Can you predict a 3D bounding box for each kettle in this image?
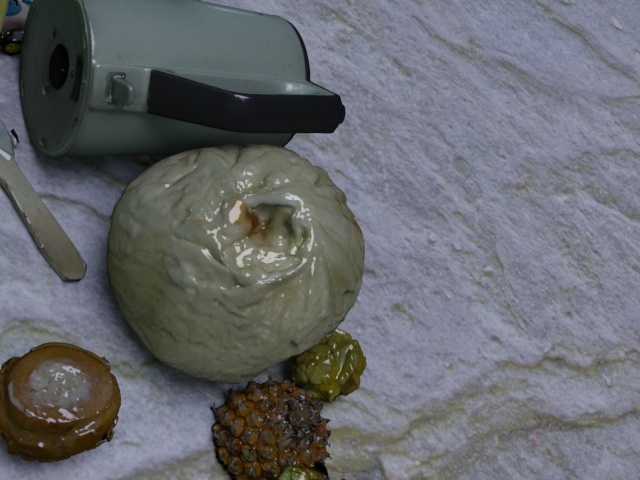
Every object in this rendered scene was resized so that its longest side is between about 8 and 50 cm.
[{"bbox_3d":[-0.189,-0.227,1.493,0.376,0.361,0.250,-1,106,-38],"label":"kettle"}]

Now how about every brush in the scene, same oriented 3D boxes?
[{"bbox_3d":[-0.429,-0.083,1.448,0.085,0.020,0.336,-30,85,-42],"label":"brush"}]

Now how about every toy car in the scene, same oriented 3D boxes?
[{"bbox_3d":[-0.475,-0.337,1.505,0.161,0.098,0.126,1,67,-32],"label":"toy car"}]

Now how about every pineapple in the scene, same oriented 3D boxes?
[{"bbox_3d":[-0.049,0.261,1.435,0.161,0.137,0.176,-14,73,-39],"label":"pineapple"}]

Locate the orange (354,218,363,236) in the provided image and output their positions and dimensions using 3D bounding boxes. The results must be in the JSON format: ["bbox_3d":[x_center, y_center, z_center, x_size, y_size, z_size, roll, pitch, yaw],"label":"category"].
[{"bbox_3d":[0.001,0.000,1.616,0.135,0.135,0.117,16,71,-27],"label":"orange"}]

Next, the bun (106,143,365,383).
[{"bbox_3d":[-0.116,0.014,1.422,0.352,0.227,0.349,33,71,3],"label":"bun"}]

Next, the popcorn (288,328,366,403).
[{"bbox_3d":[0.015,0.184,1.544,0.120,0.106,0.116,19,46,-25],"label":"popcorn"}]

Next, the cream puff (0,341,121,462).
[{"bbox_3d":[-0.331,0.206,1.290,0.165,0.115,0.150,25,46,-9],"label":"cream puff"}]

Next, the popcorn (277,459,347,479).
[{"bbox_3d":[-0.021,0.390,1.344,0.168,0.195,0.173,44,44,4],"label":"popcorn"}]

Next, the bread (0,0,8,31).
[{"bbox_3d":[-0.551,-0.315,1.309,0.237,0.320,0.320,8,59,-56],"label":"bread"}]
